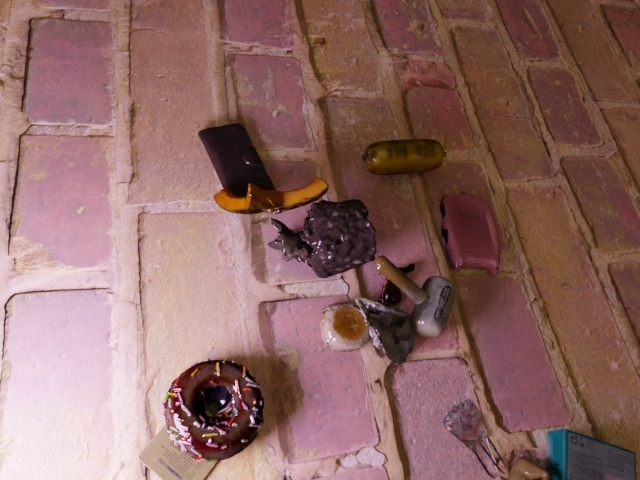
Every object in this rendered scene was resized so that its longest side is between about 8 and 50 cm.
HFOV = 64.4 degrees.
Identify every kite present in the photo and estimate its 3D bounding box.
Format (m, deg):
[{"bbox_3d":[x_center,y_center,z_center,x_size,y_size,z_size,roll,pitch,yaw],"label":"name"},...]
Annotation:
[{"bbox_3d":[0.460,0.591,1.502,0.127,0.016,0.229,-25,70,-22],"label":"kite"}]

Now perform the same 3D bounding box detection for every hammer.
[{"bbox_3d":[0.280,0.152,1.574,0.305,0.113,0.202,37,57,-16],"label":"hammer"}]

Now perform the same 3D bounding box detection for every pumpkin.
[{"bbox_3d":[-0.151,-0.125,1.524,0.258,0.290,0.095,-4,90,-28],"label":"pumpkin"}]

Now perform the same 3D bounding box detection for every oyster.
[{"bbox_3d":[0.199,0.271,1.485,0.252,0.087,0.199,7,101,-35],"label":"oyster"}]

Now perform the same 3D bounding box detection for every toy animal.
[{"bbox_3d":[0.559,0.700,1.441,0.101,0.103,0.219,38,61,24],"label":"toy animal"}]

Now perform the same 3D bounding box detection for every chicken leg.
[{"bbox_3d":[0.243,0.138,1.642,0.093,0.053,0.205,41,65,-21],"label":"chicken leg"}]

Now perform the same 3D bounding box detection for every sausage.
[{"bbox_3d":[0.303,-0.301,1.831,0.347,0.123,0.123,-6,66,-19],"label":"sausage"}]

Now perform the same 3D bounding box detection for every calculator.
[{"bbox_3d":[0.533,-0.039,1.813,0.220,0.048,0.329,4,61,-12],"label":"calculator"}]

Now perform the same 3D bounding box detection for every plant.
[{"bbox_3d":[0.000,0.000,1.545,0.312,0.215,0.213,-14,65,-11],"label":"plant"}]

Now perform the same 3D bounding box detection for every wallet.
[{"bbox_3d":[-0.277,-0.256,1.691,0.165,0.042,0.309,-20,71,-22],"label":"wallet"}]

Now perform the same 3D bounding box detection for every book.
[{"bbox_3d":[-0.338,0.526,1.302,0.168,0.013,0.192,38,61,5],"label":"book"}]

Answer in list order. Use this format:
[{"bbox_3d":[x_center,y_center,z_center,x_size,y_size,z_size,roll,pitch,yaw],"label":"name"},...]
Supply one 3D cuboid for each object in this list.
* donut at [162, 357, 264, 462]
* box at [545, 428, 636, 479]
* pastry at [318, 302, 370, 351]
[{"bbox_3d":[-0.269,0.427,1.308,0.270,0.103,0.269,11,55,-16],"label":"donut"},{"bbox_3d":[0.804,0.673,1.514,0.245,0.092,0.153,20,62,-5],"label":"box"},{"bbox_3d":[0.074,0.256,1.513,0.166,0.088,0.165,9,61,-16],"label":"pastry"}]
